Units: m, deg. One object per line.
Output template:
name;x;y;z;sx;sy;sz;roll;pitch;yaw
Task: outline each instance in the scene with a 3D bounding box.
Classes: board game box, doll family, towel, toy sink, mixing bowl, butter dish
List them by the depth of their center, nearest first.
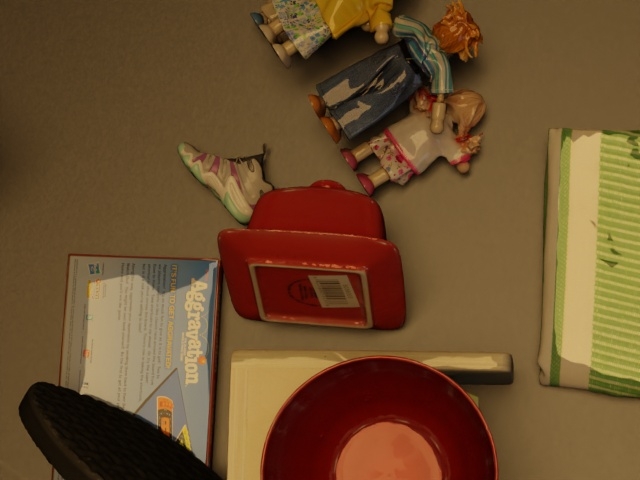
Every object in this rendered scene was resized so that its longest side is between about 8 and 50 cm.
mixing bowl;0.050;0.184;1.366;0.181;0.098;0.181;-1;81;8
toy sink;0.048;0.166;1.497;0.234;0.153;0.131;0;81;7
towel;0.358;0.022;1.537;0.325;0.038;0.247;3;83;6
butter dish;0.000;0.000;1.546;0.160;0.160;0.118;4;58;9
doll family;0.053;-0.175;1.565;0.163;0.118;0.263;-33;78;1
board game box;-0.168;0.154;1.590;0.145;0.027;0.281;2;81;9

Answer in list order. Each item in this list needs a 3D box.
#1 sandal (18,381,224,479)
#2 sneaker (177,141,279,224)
sandal;-0.092;0.284;1.475;0.446;0.167;0.107;37;100;4
sneaker;-0.079;-0.070;1.611;0.069;0.038;0.098;-44;88;-2
